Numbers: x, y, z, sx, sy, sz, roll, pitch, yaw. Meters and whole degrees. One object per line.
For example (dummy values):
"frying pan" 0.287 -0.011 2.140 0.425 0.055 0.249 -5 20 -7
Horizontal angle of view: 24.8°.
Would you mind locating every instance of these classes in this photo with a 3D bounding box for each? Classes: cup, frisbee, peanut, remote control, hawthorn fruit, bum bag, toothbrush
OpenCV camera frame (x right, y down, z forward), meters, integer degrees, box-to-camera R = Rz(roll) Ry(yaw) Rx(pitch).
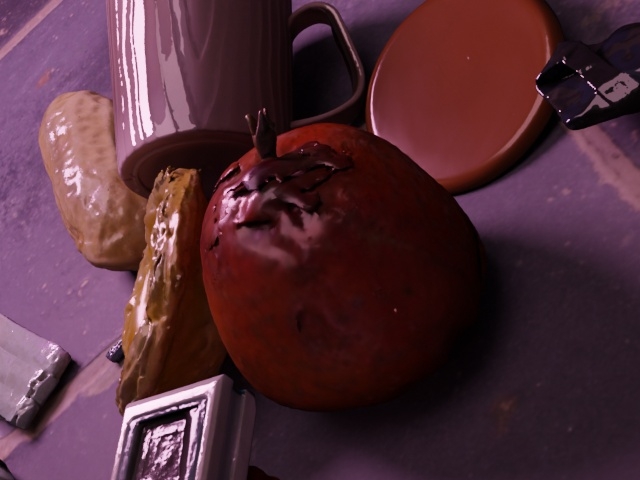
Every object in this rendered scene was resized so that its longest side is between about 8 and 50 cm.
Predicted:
"cup" -0.109 -0.194 1.712 0.208 0.288 0.273 136 136 -55
"frisbee" 0.148 -0.167 1.549 0.251 0.021 0.251 -15 64 35
"peanut" -0.267 -0.076 1.821 0.152 0.152 0.313 -40 39 12
"remote control" -0.116 0.232 1.058 0.103 0.055 0.277 -19 46 30
"hawthorn fruit" 0.000 0.000 1.378 0.276 0.307 0.276 -25 32 17
"bum bag" 0.346 -0.174 1.362 0.310 0.074 0.137 -15 38 29
"toothbrush" -0.176 0.060 1.717 0.219 0.016 0.019 -48 37 2

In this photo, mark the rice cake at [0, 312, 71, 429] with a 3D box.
"rice cake" -0.393 0.159 1.828 0.211 0.038 0.124 13 68 48

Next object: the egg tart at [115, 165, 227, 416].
"egg tart" -0.149 0.062 1.556 0.288 0.118 0.288 -164 90 -81

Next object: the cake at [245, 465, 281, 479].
"cake" -0.089 0.389 1.161 0.319 0.269 0.270 -31 41 22

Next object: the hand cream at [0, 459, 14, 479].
"hand cream" -0.463 0.391 1.706 0.109 0.067 0.321 29 88 50
